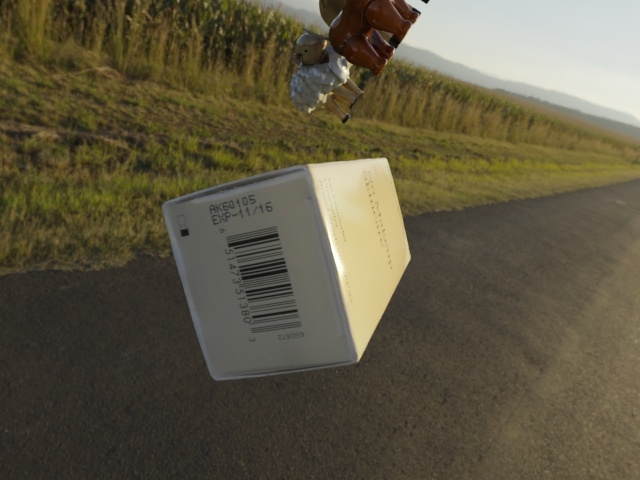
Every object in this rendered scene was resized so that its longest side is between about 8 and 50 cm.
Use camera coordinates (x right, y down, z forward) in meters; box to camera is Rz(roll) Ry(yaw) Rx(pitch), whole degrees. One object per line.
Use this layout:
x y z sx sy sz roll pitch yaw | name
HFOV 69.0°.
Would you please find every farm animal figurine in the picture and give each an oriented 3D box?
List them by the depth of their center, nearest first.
0.066 -0.344 0.558 0.172 0.330 0.327 35 -12 -5 | farm animal figurine

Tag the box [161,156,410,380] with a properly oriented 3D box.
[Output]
0.000 0.000 0.465 0.121 0.147 0.311 -12 8 19 | box
